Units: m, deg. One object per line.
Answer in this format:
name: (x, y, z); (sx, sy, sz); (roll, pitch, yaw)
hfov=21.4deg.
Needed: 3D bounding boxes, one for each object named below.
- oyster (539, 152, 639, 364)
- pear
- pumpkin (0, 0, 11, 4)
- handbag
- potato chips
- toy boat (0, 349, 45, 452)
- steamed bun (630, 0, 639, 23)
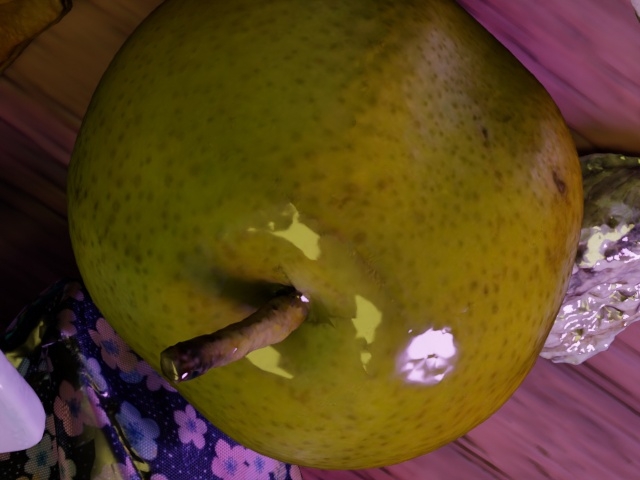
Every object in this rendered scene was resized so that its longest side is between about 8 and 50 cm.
oyster: (0.106, 0.014, 0.650); (0.098, 0.037, 0.100); (11, 123, 3)
pear: (0.000, 0.000, 0.556); (0.166, 0.216, 0.180); (-26, 109, 19)
pumpkin: (-0.277, -0.119, 0.589); (0.290, 0.095, 0.258); (-21, 125, 29)
handbag: (-0.094, 0.138, 0.702); (0.208, 0.127, 0.228); (-25, 94, 37)
potato chips: (-0.162, -0.050, 0.662); (0.204, 0.037, 0.026); (-31, 102, 31)
toy boat: (-0.246, 0.051, 0.626); (0.290, 0.100, 0.199); (-11, 142, 17)
steamed bun: (0.154, -0.138, 0.507); (0.183, 0.106, 0.183); (6, 121, 10)
